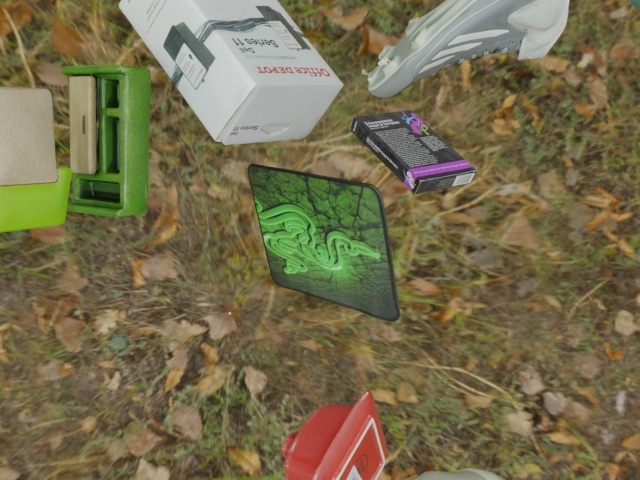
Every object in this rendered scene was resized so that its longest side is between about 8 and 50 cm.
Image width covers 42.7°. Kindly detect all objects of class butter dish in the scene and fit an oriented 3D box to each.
[{"bbox_3d":[0.004,0.283,1.065,0.118,0.160,0.160,12,48,29],"label":"butter dish"}]

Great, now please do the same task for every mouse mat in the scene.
[{"bbox_3d":[0.000,0.000,0.846,0.007,0.190,0.152,-32,122,-37],"label":"mouse mat"}]

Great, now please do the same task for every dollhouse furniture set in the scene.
[{"bbox_3d":[-0.350,-0.106,0.853,0.301,0.197,0.151,7,101,36],"label":"dollhouse furniture set"}]

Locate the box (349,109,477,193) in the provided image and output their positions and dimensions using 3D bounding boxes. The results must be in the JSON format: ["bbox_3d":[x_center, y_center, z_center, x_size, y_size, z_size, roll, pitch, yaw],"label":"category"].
[{"bbox_3d":[0.133,-0.132,1.192,0.116,0.029,0.162,-12,49,-36],"label":"box"}]

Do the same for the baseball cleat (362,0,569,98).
[{"bbox_3d":[0.138,-0.178,0.729,0.109,0.072,0.206,37,125,-21],"label":"baseball cleat"}]

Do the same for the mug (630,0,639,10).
[{"bbox_3d":[0.510,-0.359,1.149,0.158,0.129,0.097,-32,60,-31],"label":"mug"}]

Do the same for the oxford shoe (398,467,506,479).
[{"bbox_3d":[0.094,0.325,0.466,0.130,0.449,0.169,15,125,-19],"label":"oxford shoe"}]

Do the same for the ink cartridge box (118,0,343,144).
[{"bbox_3d":[-0.095,-0.211,0.892,0.208,0.153,0.087,54,126,17],"label":"ink cartridge box"}]
